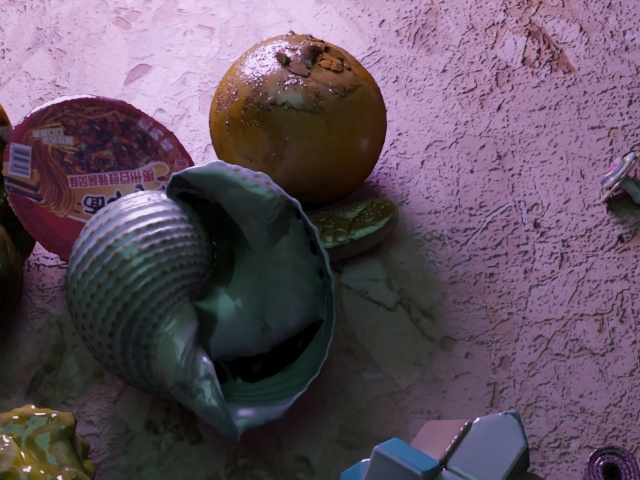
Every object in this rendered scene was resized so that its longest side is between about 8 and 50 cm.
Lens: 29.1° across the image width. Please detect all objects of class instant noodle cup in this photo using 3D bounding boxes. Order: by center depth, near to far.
[{"bbox_3d":[-0.297,-0.057,1.630,0.274,0.091,0.274,14,58,-24],"label":"instant noodle cup"}]

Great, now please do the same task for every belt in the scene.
[{"bbox_3d":[0.314,0.325,1.281,0.071,0.053,0.232,-7,52,4],"label":"belt"}]

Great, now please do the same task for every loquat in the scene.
[{"bbox_3d":[-0.030,-0.150,1.584,0.235,0.235,0.235,-6,53,8],"label":"loquat"}]

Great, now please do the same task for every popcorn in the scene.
[{"bbox_3d":[-0.333,0.273,1.413,0.174,0.142,0.173,2,31,-1],"label":"popcorn"}]

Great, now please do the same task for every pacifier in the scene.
[{"bbox_3d":[0.390,-0.072,1.554,0.064,0.068,0.083,39,66,3],"label":"pacifier"}]

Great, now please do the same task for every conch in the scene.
[{"bbox_3d":[-0.132,0.073,1.465,0.303,0.215,0.319,-28,85,-2],"label":"conch"}]

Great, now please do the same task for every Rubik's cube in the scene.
[{"bbox_3d":[0.135,0.284,1.247,0.265,0.213,0.224,33,67,31],"label":"Rubik's cube"}]

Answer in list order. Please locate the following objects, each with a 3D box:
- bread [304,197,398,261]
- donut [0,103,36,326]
[{"bbox_3d":[-0.001,0.000,1.584,0.214,0.053,0.073,-14,52,5],"label":"bread"},{"bbox_3d":[-0.498,-0.032,1.548,0.170,0.360,0.360,-1,53,29],"label":"donut"}]
